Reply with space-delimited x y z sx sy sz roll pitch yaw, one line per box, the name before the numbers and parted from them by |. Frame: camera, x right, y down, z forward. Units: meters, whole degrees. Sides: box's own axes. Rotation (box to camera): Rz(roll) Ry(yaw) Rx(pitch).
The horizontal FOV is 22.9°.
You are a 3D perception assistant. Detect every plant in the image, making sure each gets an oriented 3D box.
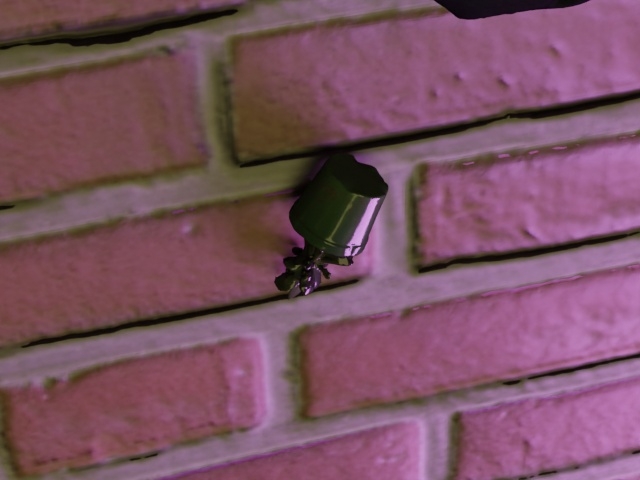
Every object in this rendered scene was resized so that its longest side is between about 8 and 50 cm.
plant | 0.000 0.000 0.924 0.051 0.051 0.102 11 127 -26

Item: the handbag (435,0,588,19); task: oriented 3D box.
handbag | 0.028 -0.274 0.669 0.302 0.275 0.178 26 158 -35
